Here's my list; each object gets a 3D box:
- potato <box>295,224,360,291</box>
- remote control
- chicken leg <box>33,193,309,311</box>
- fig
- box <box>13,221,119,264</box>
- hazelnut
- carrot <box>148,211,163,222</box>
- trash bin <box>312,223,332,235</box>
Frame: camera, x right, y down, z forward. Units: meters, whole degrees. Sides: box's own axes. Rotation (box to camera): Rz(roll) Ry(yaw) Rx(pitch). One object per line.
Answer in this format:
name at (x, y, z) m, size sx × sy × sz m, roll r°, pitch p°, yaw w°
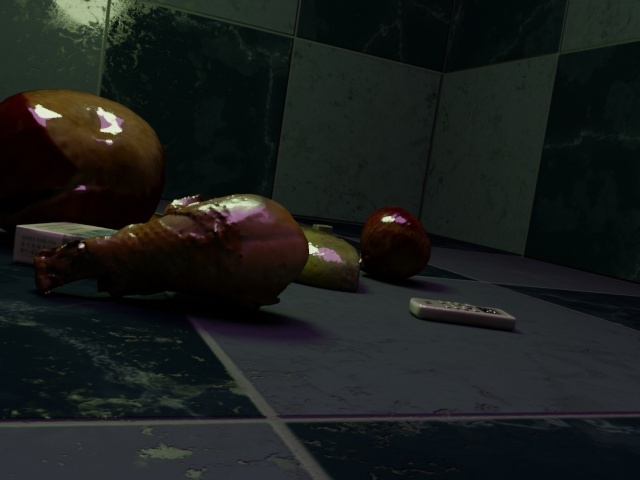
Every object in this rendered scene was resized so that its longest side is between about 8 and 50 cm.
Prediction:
potato at (0.012, 0.039, 1.460) m, size 0.269 × 0.112 × 0.255 m, roll 3°, pitch 8°, yaw -33°
remote control at (0.262, 0.136, 1.211) m, size 0.189 × 0.029 × 0.087 m, roll 8°, pitch 5°, yaw -4°
chicken leg at (-0.233, 0.012, 1.027) m, size 0.409 × 0.182 × 0.295 m, roll -10°, pitch 27°, yaw -12°
fig at (0.179, 0.015, 1.633) m, size 0.205 × 0.205 × 0.205 m, roll 8°, pitch 5°, yaw -1°
box at (-0.402, 0.019, 1.196) m, size 0.256 × 0.069 × 0.164 m, roll 9°, pitch 5°, yaw 7°
hazelnut at (-0.550, -0.144, 1.434) m, size 0.409 × 0.360 × 0.359 m, roll -1°, pitch 10°, yaw -39°
carrot at (-0.469, -0.048, 1.874) m, size 0.260 × 0.070 × 0.070 m, roll 13°, pitch 7°, yaw 34°
trash bin at (0.000, 0.000, 1.939) m, size 0.060 × 0.092 × 0.043 m, roll 5°, pitch 8°, yaw -28°
